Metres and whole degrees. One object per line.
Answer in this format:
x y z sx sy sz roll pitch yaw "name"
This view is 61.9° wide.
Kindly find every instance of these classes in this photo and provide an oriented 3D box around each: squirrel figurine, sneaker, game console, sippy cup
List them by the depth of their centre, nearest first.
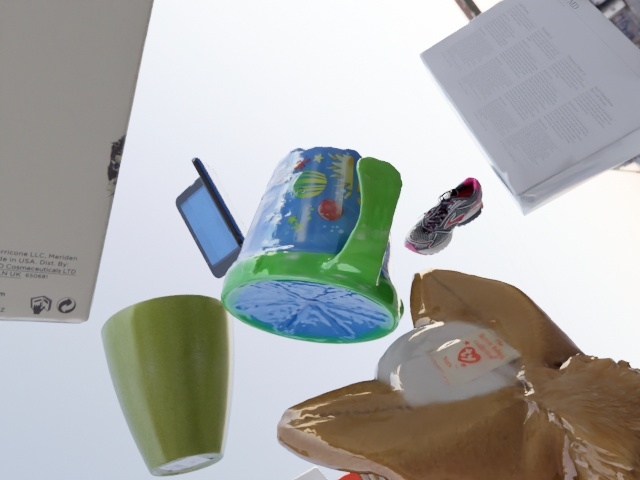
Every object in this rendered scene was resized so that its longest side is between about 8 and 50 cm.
0.216 0.266 0.565 0.281 0.397 0.370 -45 -52 -40 "squirrel figurine"
0.000 0.000 0.736 0.240 0.306 0.223 42 -132 -47 "sippy cup"
-0.323 -0.054 1.524 0.293 0.174 0.250 59 180 7 "game console"
0.348 -0.072 1.533 0.121 0.299 0.112 34 154 36 "sneaker"

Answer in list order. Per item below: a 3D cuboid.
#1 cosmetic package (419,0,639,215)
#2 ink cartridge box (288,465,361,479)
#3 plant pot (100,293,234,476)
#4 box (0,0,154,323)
0.388 -0.270 0.946 0.097 0.285 0.377 36 -153 -55 "cosmetic package"
0.063 0.444 0.811 0.239 0.275 0.060 -17 -66 -29 "ink cartridge box"
-0.286 0.303 1.074 0.275 0.275 0.293 16 -134 -44 "plant pot"
-0.166 -0.097 0.318 0.094 0.274 0.113 9 -165 -32 "box"
